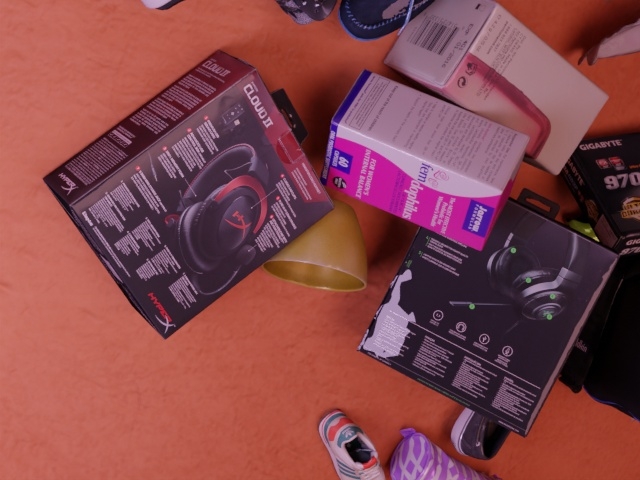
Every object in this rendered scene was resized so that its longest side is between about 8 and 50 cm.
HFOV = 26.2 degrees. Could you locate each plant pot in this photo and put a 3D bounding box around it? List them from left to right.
[{"bbox_3d":[0.000,0.000,1.719,0.134,0.134,0.095,20,73,-34],"label":"plant pot"}]

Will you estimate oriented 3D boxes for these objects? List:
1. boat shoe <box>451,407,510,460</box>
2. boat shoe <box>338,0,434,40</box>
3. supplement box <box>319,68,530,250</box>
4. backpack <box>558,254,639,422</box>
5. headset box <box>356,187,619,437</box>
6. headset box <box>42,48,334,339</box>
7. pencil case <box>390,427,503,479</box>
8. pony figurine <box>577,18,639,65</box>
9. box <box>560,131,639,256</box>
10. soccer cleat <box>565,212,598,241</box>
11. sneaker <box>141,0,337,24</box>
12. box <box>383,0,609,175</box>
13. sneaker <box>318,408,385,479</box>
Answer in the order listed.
[{"bbox_3d":[0.274,0.216,1.969,0.228,0.076,0.080,-52,125,-12],"label":"boat shoe"},{"bbox_3d":[0.124,-0.343,1.653,0.109,0.089,0.258,46,74,-4],"label":"boat shoe"},{"bbox_3d":[0.124,-0.098,1.659,0.111,0.220,0.114,101,14,-48],"label":"supplement box"},{"bbox_3d":[0.500,0.121,1.971,0.213,0.276,0.264,-10,107,-31],"label":"backpack"},{"bbox_3d":[0.223,0.069,1.786,0.246,0.131,0.283,26,96,8],"label":"headset box"},{"bbox_3d":[-0.138,-0.064,1.612,0.293,0.110,0.218,-38,123,-11],"label":"headset box"},{"bbox_3d":[0.191,0.346,1.982,0.206,0.086,0.088,33,53,-37],"label":"pencil case"},{"bbox_3d":[0.548,-0.343,1.826,0.351,0.302,0.364,-5,96,-36],"label":"pony figurine"},{"bbox_3d":[0.459,-0.070,1.906,0.220,0.175,0.051,-8,145,-22],"label":"box"},{"bbox_3d":[0.429,-0.060,1.973,0.179,0.060,0.072,-42,107,-11],"label":"soccer cleat"},{"bbox_3d":[-0.070,-0.298,1.562,0.268,0.101,0.153,-35,120,-16],"label":"sneaker"},{"bbox_3d":[0.222,-0.203,1.740,0.232,0.148,0.127,32,92,-34],"label":"box"},{"bbox_3d":[0.054,0.307,1.890,0.057,0.075,0.161,-35,122,-13],"label":"sneaker"}]
